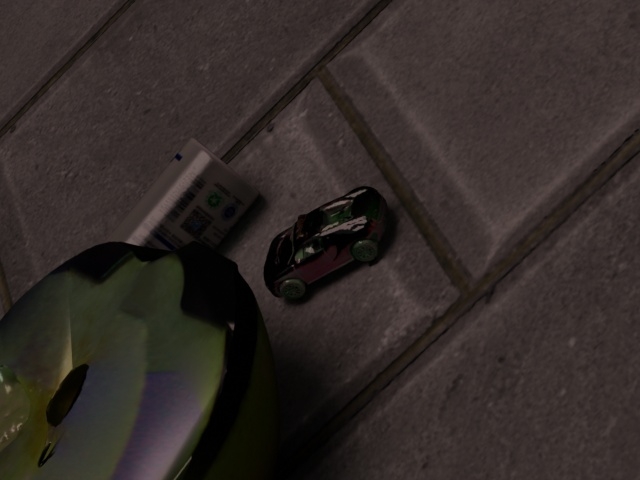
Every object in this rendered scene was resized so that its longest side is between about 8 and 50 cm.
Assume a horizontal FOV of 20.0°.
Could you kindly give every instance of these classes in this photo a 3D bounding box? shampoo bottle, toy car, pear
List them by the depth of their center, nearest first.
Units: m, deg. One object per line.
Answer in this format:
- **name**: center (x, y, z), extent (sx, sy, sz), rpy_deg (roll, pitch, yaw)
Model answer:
- **pear**: center (-0.166, 0.191, 1.553), extent (0.398, 0.165, 0.399), rpy_deg (-30, 38, 27)
- **toy car**: center (0.000, 0.000, 1.646), extent (0.142, 0.055, 0.069), rpy_deg (-29, 35, 26)
- **shampoo bottle**: center (-0.189, 0.041, 1.794), extent (0.303, 0.092, 0.092), rpy_deg (-51, 33, 1)
